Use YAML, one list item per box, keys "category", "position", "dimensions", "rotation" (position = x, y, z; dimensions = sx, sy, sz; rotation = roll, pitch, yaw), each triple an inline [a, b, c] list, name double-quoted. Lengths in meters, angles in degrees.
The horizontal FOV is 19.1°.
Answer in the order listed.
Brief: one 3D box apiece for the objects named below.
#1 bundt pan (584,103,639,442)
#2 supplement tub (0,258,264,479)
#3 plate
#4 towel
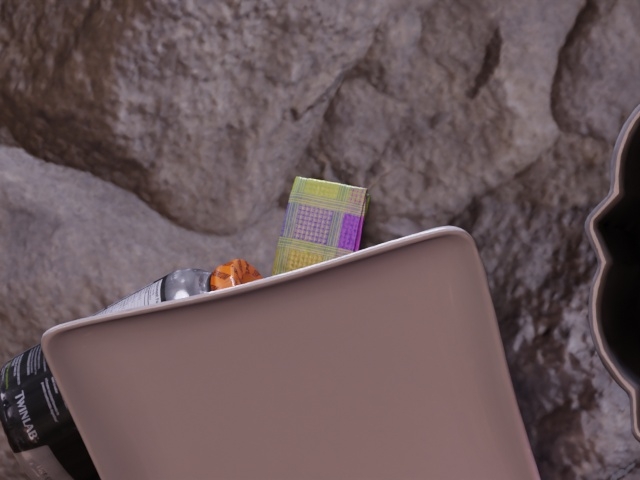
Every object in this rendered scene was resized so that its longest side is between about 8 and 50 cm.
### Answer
- category: "bundt pan"
  position: [0.327, 0.017, 1.118]
  dimensions: [0.330, 0.124, 0.331]
  rotation: [0, 89, 17]
- category: "supplement tub"
  position: [-0.116, 0.095, 1.306]
  dimensions: [0.190, 0.117, 0.117]
  rotation: [-27, 81, 13]
- category: "plate"
  position: [-0.007, 0.126, 1.235]
  dimensions: [0.278, 0.045, 0.277]
  rotation: [-14, 121, 7]
- category: "towel"
  position: [0.000, 0.000, 1.331]
  dimensions: [0.060, 0.009, 0.083]
  rotation: [11, 90, 17]
